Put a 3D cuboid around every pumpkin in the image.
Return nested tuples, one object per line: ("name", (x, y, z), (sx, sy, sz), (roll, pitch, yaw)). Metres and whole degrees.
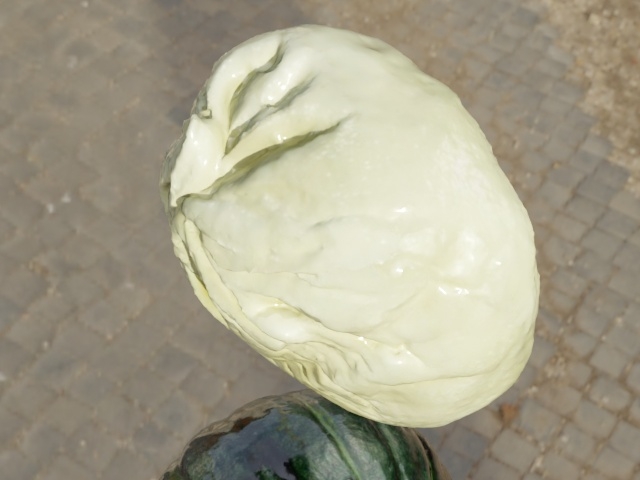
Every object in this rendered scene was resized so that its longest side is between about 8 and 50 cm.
("pumpkin", (-0.003, 0.229, 0.848), (0.250, 0.250, 0.216), (-24, 36, -35))

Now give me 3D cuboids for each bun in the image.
("bun", (0.000, 0.000, 0.616), (0.145, 0.229, 0.229), (-21, 52, -20))
